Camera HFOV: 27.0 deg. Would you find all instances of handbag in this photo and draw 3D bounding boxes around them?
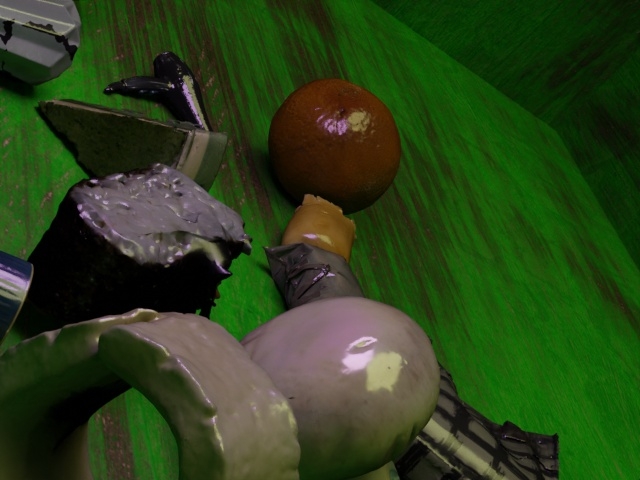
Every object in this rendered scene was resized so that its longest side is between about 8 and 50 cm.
[{"bbox_3d":[0.212,0.325,2.041,0.325,0.162,0.327,39,22,1],"label":"handbag"},{"bbox_3d":[0.006,0.095,2.163,0.182,0.117,0.270,18,25,-26],"label":"handbag"}]

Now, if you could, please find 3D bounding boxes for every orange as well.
[{"bbox_3d":[0.028,-0.173,2.513,0.264,0.264,0.264,36,23,-18],"label":"orange"}]

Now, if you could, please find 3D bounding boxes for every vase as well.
[{"bbox_3d":[-0.538,-0.343,1.993,0.360,0.165,0.165,13,37,-44],"label":"vase"}]

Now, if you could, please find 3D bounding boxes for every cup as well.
[{"bbox_3d":[-0.431,0.048,1.526,0.155,0.131,0.176,30,-4,-23],"label":"cup"}]

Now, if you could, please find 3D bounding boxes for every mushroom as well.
[{"bbox_3d":[0.000,0.230,1.710,0.315,0.315,0.356,26,55,-37],"label":"mushroom"}]

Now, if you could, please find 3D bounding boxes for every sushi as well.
[{"bbox_3d":[-0.231,0.033,1.749,0.234,0.207,0.348,39,19,17],"label":"sushi"}]

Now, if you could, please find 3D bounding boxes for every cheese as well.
[{"bbox_3d":[-0.192,0.215,1.332,0.153,0.332,0.292,3,58,-58],"label":"cheese"}]

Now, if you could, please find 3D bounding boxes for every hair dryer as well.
[{"bbox_3d":[-0.296,-0.252,2.371,0.219,0.075,0.195,-5,61,-49],"label":"hair dryer"}]

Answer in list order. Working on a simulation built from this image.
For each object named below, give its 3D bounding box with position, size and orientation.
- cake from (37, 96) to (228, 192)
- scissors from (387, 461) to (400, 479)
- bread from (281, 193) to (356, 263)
[{"bbox_3d":[-0.314,-0.122,2.099,0.283,0.172,0.158,15,7,20],"label":"cake"},{"bbox_3d":[0.092,0.347,1.858,0.138,0.041,0.289,-7,74,-58],"label":"scissors"},{"bbox_3d":[0.002,-0.001,2.368,0.134,0.085,0.173,38,23,-13],"label":"bread"}]
